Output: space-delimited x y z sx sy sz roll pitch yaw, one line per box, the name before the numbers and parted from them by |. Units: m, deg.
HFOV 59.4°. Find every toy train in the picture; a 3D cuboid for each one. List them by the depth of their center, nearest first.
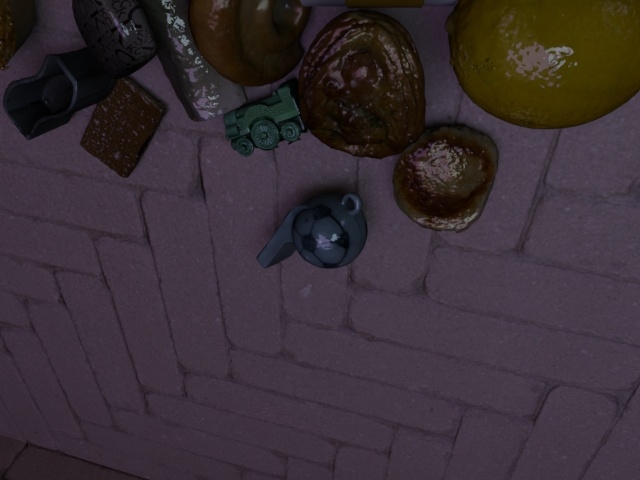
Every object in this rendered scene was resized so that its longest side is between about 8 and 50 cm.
toy train | -0.101 -0.221 1.037 0.178 0.071 0.105 -13 115 27

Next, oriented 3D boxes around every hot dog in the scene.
hot dog | 0.069 -0.223 0.869 0.196 0.122 0.272 10 161 8

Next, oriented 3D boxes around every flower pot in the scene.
flower pot | -0.504 -0.288 1.085 0.229 0.108 0.103 -17 110 34

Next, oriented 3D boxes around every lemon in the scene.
lemon | 0.305 -0.263 0.747 0.263 0.236 0.236 21 133 18

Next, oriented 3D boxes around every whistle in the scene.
whistle | 0.000 0.000 1.129 0.163 0.163 0.290 33 133 -8

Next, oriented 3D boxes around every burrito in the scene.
burrito | -0.241 -0.351 0.945 0.143 0.105 0.299 15 139 48

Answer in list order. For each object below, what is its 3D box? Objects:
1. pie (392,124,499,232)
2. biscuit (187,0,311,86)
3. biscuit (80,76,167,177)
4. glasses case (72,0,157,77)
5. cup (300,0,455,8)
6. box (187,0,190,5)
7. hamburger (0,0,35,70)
pie | 0.219 -0.108 1.003 0.178 0.084 0.205 15 129 7
biscuit | -0.097 -0.354 0.850 0.091 0.213 0.274 36 144 22
biscuit | -0.412 -0.235 1.165 0.131 0.025 0.231 39 130 -11
glasses case | -0.330 -0.334 0.894 0.137 0.085 0.354 64 164 -20
cup | 0.085 -0.429 0.746 0.226 0.185 0.241 9 100 6
box | -0.173 -0.424 0.866 0.035 0.115 0.178 15 138 46
hamburger | -0.661 -0.434 0.987 0.275 0.179 0.294 2 128 18
